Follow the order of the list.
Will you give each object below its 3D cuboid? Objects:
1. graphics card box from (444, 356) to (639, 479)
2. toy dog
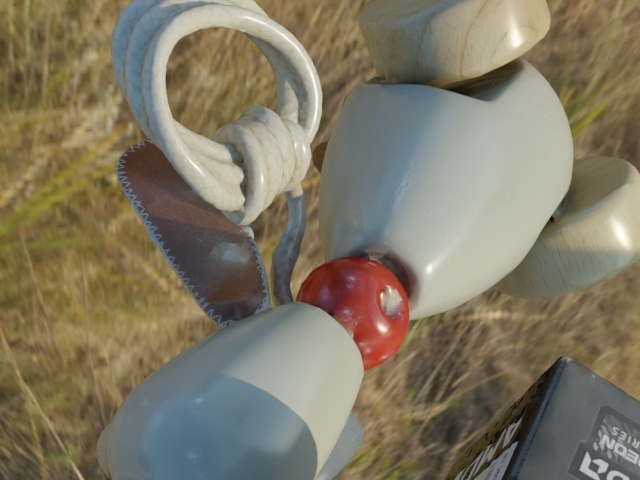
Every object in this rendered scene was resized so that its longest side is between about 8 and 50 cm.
[{"bbox_3d":[0.083,0.236,0.482,0.233,0.094,0.371,33,50,-1],"label":"graphics card box"},{"bbox_3d":[0.000,0.000,0.772,0.334,0.161,0.220,-16,94,-48],"label":"toy dog"}]
